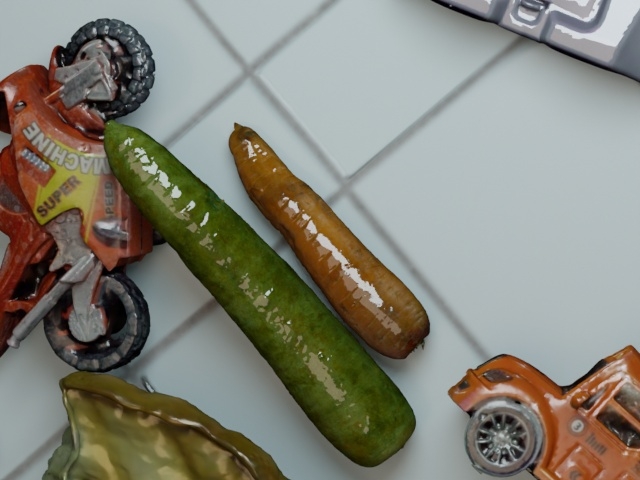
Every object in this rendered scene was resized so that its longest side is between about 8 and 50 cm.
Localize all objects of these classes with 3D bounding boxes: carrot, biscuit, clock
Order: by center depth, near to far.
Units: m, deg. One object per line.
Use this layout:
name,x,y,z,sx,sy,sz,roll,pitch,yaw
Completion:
clock,0.194,-0.244,1.418,0.253,0.083,0.186,23,100,10
carrot,-0.054,0.040,1.477,0.074,0.074,0.358,-40,97,13
carrot,0.000,0.000,1.501,0.059,0.059,0.248,-43,82,13
biscuit,-0.139,0.287,1.533,0.329,0.078,0.335,41,113,9

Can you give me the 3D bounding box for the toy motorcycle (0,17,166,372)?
toy motorcycle,-0.213,-0.038,1.527,0.171,0.089,0.298,4,97,14

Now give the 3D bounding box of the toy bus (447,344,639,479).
toy bus,0.253,0.193,1.417,0.329,0.143,0.153,42,92,8
